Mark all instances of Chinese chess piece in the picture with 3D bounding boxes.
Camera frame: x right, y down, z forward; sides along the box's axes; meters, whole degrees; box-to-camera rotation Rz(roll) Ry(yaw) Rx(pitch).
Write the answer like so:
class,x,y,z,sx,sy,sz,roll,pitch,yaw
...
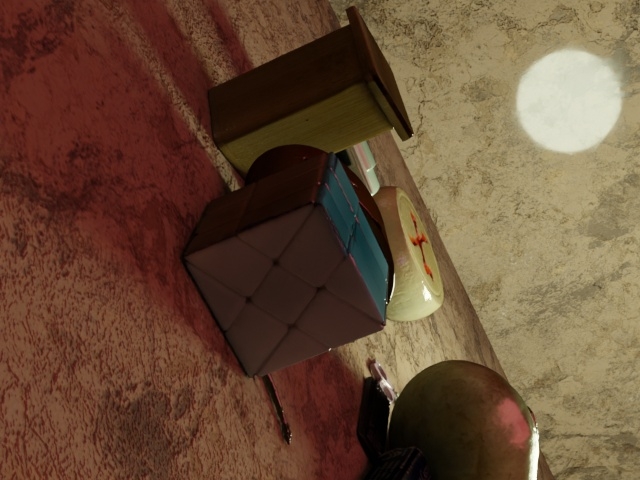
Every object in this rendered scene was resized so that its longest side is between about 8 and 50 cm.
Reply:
class,x,y,z,sx,sy,sz,roll,pitch,yaw
Chinese chess piece,0.185,0.034,2.474,0.338,0.141,0.338,59,17,-31

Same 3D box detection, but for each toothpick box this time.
class,x,y,z,sx,sy,sz,roll,pitch,yaw
toothpick box,-0.024,-0.237,1.773,0.187,0.308,0.190,50,22,-50

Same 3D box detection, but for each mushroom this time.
class,x,y,z,sx,sy,sz,roll,pitch,yaw
mushroom,0.283,0.402,1.962,0.260,0.352,0.352,-14,80,-32

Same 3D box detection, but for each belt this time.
class,x,y,z,sx,sy,sz,roll,pitch,yaw
belt,0.000,0.000,1.716,0.338,0.217,0.122,56,13,-29

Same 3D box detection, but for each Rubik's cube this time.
class,x,y,z,sx,sy,sz,roll,pitch,yaw
Rubik's cube,-0.040,0.034,1.499,0.224,0.221,0.231,-78,144,-66

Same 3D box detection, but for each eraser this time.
class,x,y,z,sx,sy,sz,roll,pitch,yaw
eraser,0.127,0.465,1.713,0.332,0.102,0.154,-19,88,-75

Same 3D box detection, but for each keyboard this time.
class,x,y,z,sx,sy,sz,roll,pitch,yaw
keyboard,0.108,0.353,1.969,0.093,0.025,0.230,61,16,-15

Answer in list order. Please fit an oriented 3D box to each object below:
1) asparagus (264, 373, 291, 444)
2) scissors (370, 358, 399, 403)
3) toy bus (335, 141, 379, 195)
class,x,y,z,sx,sy,sz,roll,pitch,yaw
asparagus,-0.063,0.252,1.519,0.015,0.014,0.114,-14,80,-41
scissors,0.157,0.333,2.179,0.212,0.021,0.110,50,20,-50
toy bus,0.012,-0.193,2.124,0.271,0.165,0.133,66,15,-8
